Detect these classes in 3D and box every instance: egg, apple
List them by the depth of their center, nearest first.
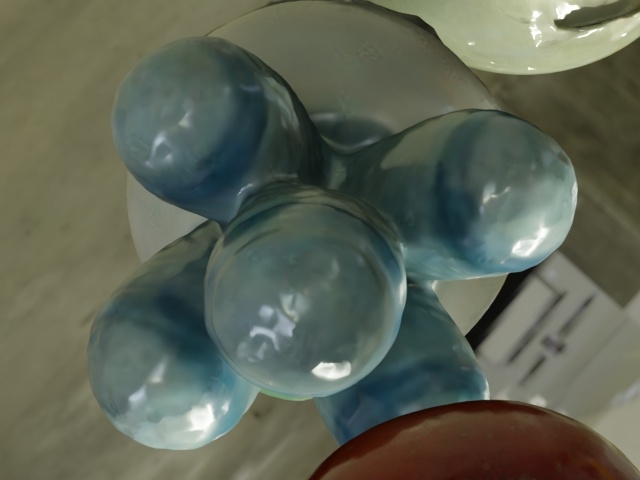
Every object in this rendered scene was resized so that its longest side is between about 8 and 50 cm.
[{"bbox_3d":[0.055,0.149,0.707,0.181,0.181,0.168,-46,-175,-5],"label":"apple"},{"bbox_3d":[0.143,-0.271,1.412,0.278,0.278,0.336,-47,-155,1],"label":"egg"}]

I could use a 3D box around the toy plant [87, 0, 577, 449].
[{"bbox_3d":[0.000,0.000,0.910,0.247,0.247,0.332,-49,-173,8],"label":"toy plant"}]
